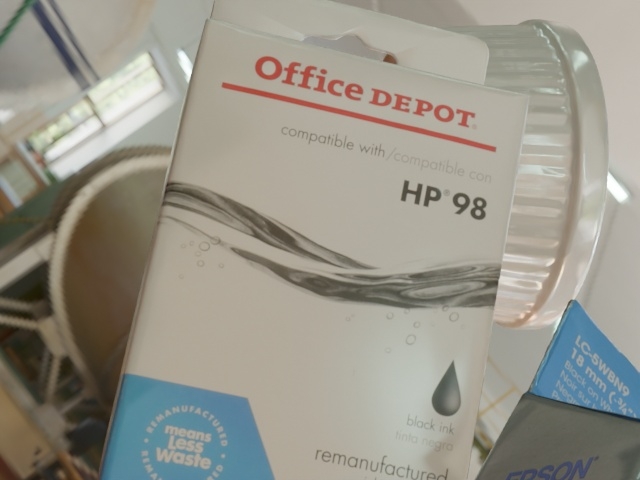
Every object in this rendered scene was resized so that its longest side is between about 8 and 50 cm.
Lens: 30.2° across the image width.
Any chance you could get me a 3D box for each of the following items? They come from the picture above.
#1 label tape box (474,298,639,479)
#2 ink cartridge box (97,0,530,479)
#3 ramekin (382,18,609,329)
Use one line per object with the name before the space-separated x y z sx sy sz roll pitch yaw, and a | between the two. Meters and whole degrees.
label tape box | 0.146 0.197 0.451 0.240 0.333 0.106 46 -38 -12
ink cartridge box | 0.000 0.000 0.370 0.104 0.180 0.060 12 -11 -7
ramekin | 0.097 -0.046 0.790 0.207 0.109 0.207 -176 -90 -77
